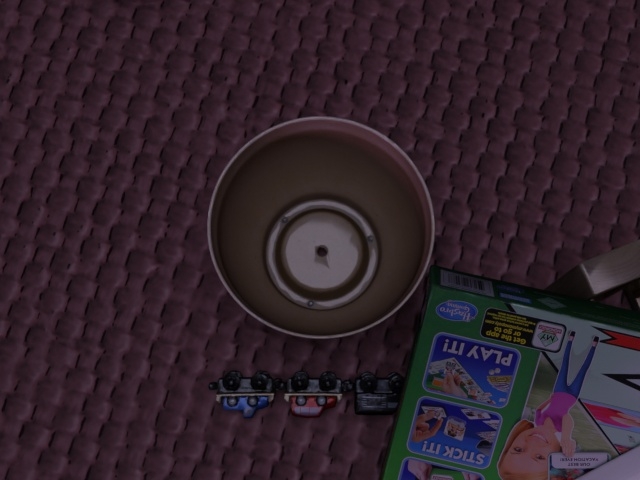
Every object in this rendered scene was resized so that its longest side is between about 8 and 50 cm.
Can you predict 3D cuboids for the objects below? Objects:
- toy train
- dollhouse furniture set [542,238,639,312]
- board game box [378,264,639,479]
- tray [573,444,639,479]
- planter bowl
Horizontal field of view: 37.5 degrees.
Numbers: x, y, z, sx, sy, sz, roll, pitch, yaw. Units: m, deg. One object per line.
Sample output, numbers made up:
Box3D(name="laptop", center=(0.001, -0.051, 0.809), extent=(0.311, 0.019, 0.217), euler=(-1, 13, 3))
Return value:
Box3D(name="toy train", center=(-0.008, 0.121, 0.736), extent=(0.158, 0.027, 0.036), euler=(1, 89, 0))
Box3D(name="dollhouse furniture set", center=(0.270, 0.054, 0.686), extent=(0.151, 0.144, 0.123), euler=(-21, 78, -6))
Box3D(name="board game box", center=(0.209, 0.155, 0.666), extent=(0.317, 0.046, 0.214), euler=(13, 108, 3))
Box3D(name="tray", center=(0.204, 0.231, 0.643), extent=(0.270, 0.030, 0.145), euler=(-34, 96, 16))
Box3D(name="planter bowl", center=(0.000, 0.000, 0.719), extent=(0.162, 0.109, 0.162), euler=(0, 78, 0))
